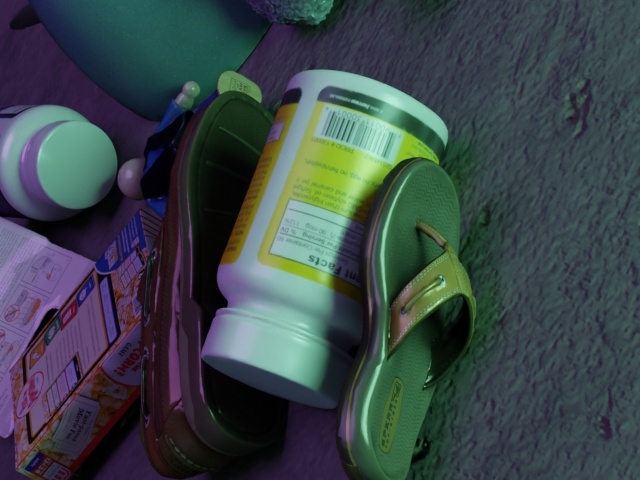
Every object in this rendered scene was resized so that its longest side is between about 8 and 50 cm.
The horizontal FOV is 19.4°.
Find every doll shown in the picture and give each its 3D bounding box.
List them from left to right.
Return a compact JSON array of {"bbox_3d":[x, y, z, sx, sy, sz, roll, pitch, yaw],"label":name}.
[{"bbox_3d":[-0.114,-0.079,1.576,0.189,0.046,0.129,-31,51,51],"label":"doll"}]

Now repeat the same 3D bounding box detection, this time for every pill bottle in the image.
[{"bbox_3d":[-0.266,-0.072,1.741,0.193,0.108,0.108,6,71,58],"label":"pill bottle"},{"bbox_3d":[0.000,0.000,1.271,0.119,0.119,0.209,1,67,57],"label":"pill bottle"}]

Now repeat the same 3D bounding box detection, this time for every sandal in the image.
[{"bbox_3d":[0.062,0.053,1.173,0.060,0.090,0.219,-5,59,36],"label":"sandal"}]

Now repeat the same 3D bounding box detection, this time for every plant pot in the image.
[{"bbox_3d":[-0.167,-0.279,1.670,0.290,0.195,0.290,-36,40,37],"label":"plant pot"}]

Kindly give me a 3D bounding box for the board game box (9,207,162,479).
[{"bbox_3d":[-0.182,0.088,1.531,0.193,0.045,0.147,-49,27,18],"label":"board game box"}]

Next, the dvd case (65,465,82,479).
[{"bbox_3d":[-0.271,0.298,1.542,0.221,0.018,0.165,-38,39,36],"label":"dvd case"}]

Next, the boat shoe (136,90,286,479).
[{"bbox_3d":[-0.091,0.028,1.393,0.104,0.110,0.307,-31,42,40],"label":"boat shoe"}]

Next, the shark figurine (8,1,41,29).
[{"bbox_3d":[-0.256,-0.351,1.855,0.166,0.116,0.278,40,110,48],"label":"shark figurine"}]

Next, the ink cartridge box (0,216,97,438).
[{"bbox_3d":[-0.305,0.073,1.716,0.224,0.056,0.181,22,77,33],"label":"ink cartridge box"}]

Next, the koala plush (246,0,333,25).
[{"bbox_3d":[0.007,-0.274,1.434,0.221,0.203,0.196,18,82,47],"label":"koala plush"}]
